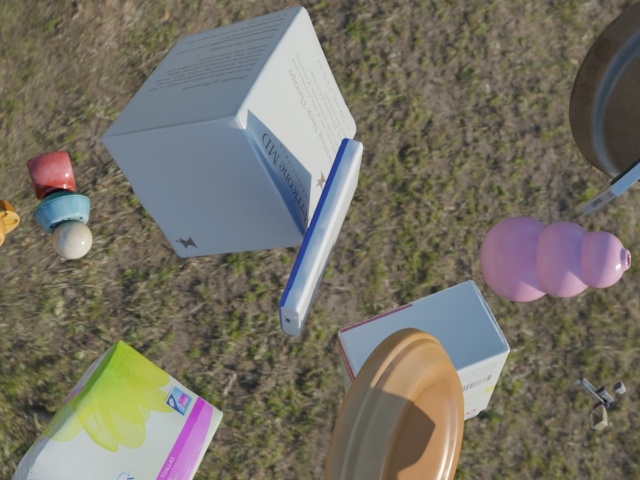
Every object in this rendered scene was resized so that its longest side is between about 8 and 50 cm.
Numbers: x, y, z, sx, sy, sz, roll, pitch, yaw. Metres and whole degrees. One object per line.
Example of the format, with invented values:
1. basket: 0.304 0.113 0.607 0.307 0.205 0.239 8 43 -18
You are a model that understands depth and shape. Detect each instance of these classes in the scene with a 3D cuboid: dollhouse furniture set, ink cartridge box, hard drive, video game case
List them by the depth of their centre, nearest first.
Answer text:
1. video game case: 0.279 -0.061 0.708 0.087 0.122 0.011 -40 81 1
2. hard drive: 0.000 0.000 1.427 0.040 0.210 0.319 19 72 5
3. ink cartridge box: 0.193 0.267 1.577 0.279 0.385 0.160 -21 62 -7
4. dollhouse furniture set: 0.590 0.334 1.692 0.081 0.091 0.114 44 27 -2

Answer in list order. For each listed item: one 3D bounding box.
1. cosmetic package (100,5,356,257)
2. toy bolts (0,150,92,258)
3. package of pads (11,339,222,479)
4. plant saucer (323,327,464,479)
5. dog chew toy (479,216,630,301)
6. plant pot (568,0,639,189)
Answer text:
1. cosmetic package: -0.168 -0.220 1.655 0.329 0.327 0.394 62 35 -36
2. toy bolts: -0.465 -0.013 1.229 0.228 0.218 0.158 -19 73 -16
3. package of pads: -0.304 0.317 1.213 0.229 0.101 0.296 38 34 -11
4. plant saucer: 0.068 0.171 0.636 0.200 0.037 0.200 -23 117 -54
5. dog chew toy: 0.549 0.043 1.865 0.206 0.331 0.207 3 87 -57
6. plant pot: 0.468 -0.147 0.946 0.263 0.229 0.263 -7 121 -11
